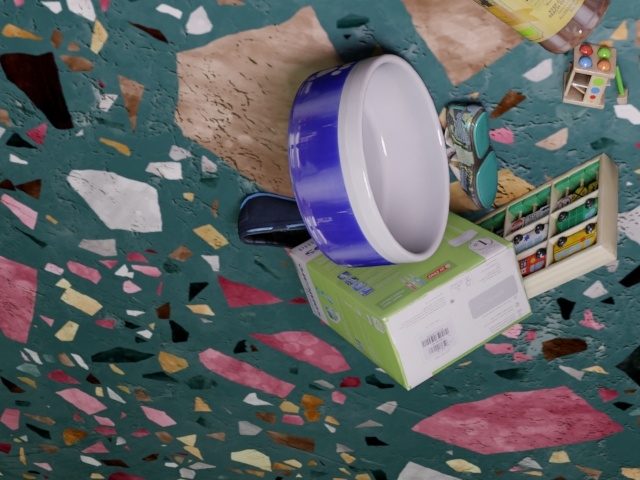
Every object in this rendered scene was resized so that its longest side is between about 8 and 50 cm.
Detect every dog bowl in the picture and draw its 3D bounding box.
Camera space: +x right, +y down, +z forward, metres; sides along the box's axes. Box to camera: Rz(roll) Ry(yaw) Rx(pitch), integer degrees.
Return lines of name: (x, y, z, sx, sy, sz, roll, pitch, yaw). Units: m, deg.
dog bowl: (0.067, -0.098, 1.444, 0.104, 0.265, 0.265, -8, 138, 29)

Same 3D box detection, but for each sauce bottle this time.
sauce bottle: (0.164, -0.338, 1.245, 0.344, 0.111, 0.111, 31, 139, -20)

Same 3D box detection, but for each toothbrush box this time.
toothbrush box: (0.117, 0.055, 1.550, 0.283, 0.206, 0.122, 34, 149, 57)

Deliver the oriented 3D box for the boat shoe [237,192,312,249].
boat shoe: (0.000, 0.000, 1.730, 0.258, 0.089, 0.109, 6, 142, 8)

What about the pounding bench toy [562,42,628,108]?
pounding bench toy: (0.350, -0.206, 1.403, 0.083, 0.052, 0.065, 11, 142, 2)

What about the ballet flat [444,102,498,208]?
ballet flat: (0.205, -0.121, 1.555, 0.070, 0.070, 0.188, 1, 139, 14)

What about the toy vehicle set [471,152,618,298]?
toy vehicle set: (0.300, 0.002, 1.586, 0.035, 0.166, 0.267, 34, 137, -26)
